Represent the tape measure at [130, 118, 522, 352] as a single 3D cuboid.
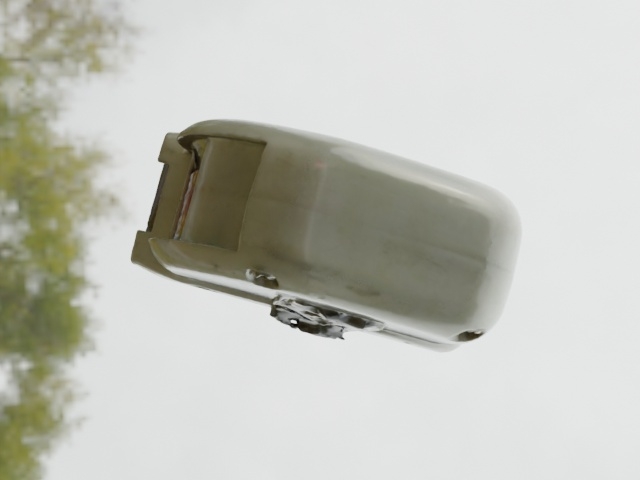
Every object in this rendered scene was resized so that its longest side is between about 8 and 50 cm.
[{"bbox_3d":[0.000,0.000,1.247,0.265,0.258,0.130,154,-48,-83],"label":"tape measure"}]
